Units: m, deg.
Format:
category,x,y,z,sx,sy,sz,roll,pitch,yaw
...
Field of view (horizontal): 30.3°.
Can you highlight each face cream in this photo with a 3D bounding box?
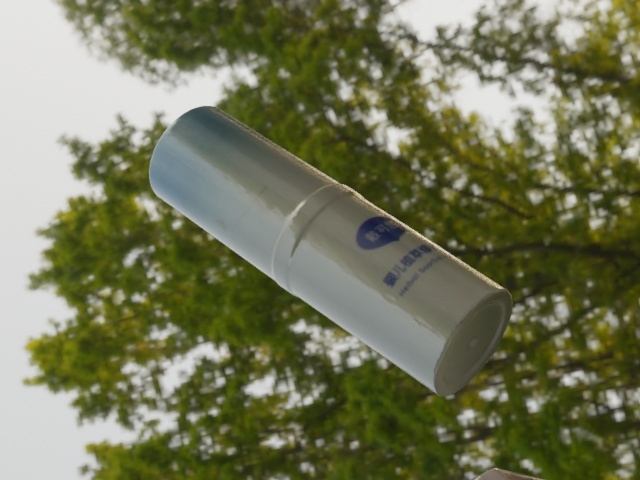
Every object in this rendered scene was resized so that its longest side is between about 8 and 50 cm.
category,x,y,z,sx,sy,sz,roll,pitch,yaw
face cream,0.000,0.000,0.752,0.077,0.250,0.077,-37,-34,-32

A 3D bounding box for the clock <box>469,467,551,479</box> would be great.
category,x,y,z,sx,sy,sz,roll,pitch,yaw
clock,0.074,0.227,0.715,0.063,0.197,0.150,52,-167,29
